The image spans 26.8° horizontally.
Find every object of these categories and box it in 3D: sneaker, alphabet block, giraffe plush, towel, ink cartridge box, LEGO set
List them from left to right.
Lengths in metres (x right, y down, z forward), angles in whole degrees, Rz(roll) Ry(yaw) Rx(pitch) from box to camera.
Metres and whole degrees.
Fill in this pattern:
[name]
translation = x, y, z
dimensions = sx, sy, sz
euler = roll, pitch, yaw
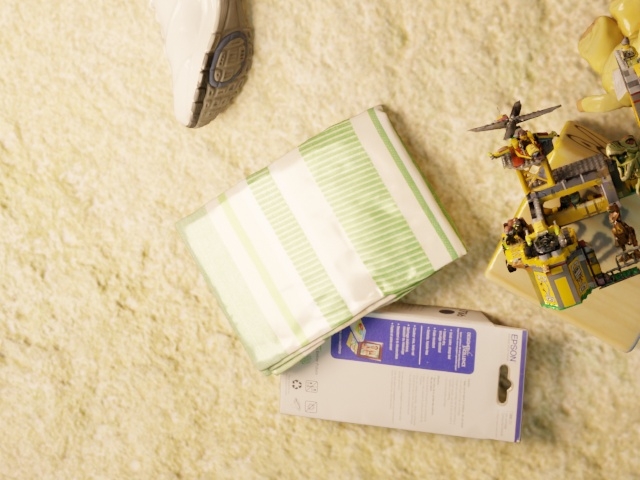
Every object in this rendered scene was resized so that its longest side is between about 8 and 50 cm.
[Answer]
[sneaker]
translation = -0.162, -0.295, 1.750
dimensions = 0.129, 0.111, 0.297
euler = 13, 103, 27
[towel]
translation = 0.000, 0.000, 1.765
dimensions = 0.325, 0.038, 0.247
euler = -32, 82, 14
[ink cartridge box]
translation = 0.112, 0.169, 1.804
dimensions = 0.333, 0.065, 0.165
euler = 7, 104, 14
[alphabet block]
translation = 0.337, -0.010, 1.636
dimensions = 0.197, 0.192, 0.193
euler = 29, 107, 7
[LEGO set]
translation = 0.317, -0.094, 1.393
dimensions = 0.331, 0.255, 0.192
euler = -16, 120, 19
[giraffe plush]
translation = 0.420, -0.199, 1.589
dimensions = 0.171, 0.210, 0.181
euler = 29, 144, -19
